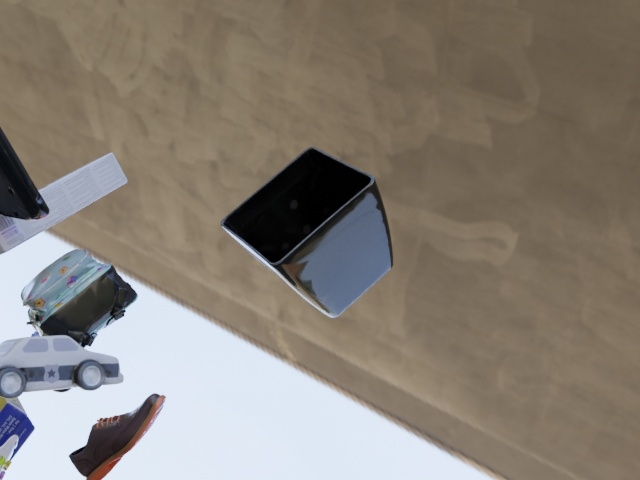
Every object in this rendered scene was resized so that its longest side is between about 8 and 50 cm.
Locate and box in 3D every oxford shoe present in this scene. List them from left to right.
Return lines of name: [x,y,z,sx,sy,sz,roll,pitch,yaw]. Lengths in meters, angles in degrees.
oxford shoe: [-0.438,0.411,1.746,0.098,0.097,0.271,43,-78,-1]

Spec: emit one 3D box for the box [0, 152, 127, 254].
box: [-0.465,-0.065,1.414,0.063,0.324,0.067,-17,-73,33]

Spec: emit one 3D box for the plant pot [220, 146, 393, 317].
plant pot: [0.000,0.000,1.211,0.188,0.187,0.167,34,-18,54]

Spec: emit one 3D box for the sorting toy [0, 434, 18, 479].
sorting toy: [-0.488,0.334,1.242,0.045,0.075,0.083,32,-40,-2]

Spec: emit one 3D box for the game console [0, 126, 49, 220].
game console: [-0.583,-0.206,1.209,0.342,0.060,0.386,8,-47,37]

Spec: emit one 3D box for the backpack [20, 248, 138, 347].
backpack: [-0.428,0.103,1.409,0.144,0.166,0.188,49,-22,-13]

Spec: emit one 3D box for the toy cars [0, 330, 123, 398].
toy cars: [-0.434,0.146,0.950,0.176,0.394,0.087,87,-2,-82]

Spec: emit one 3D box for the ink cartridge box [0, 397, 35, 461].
ink cartridge box: [-0.782,0.475,1.819,0.072,0.303,0.307,41,-12,-26]
